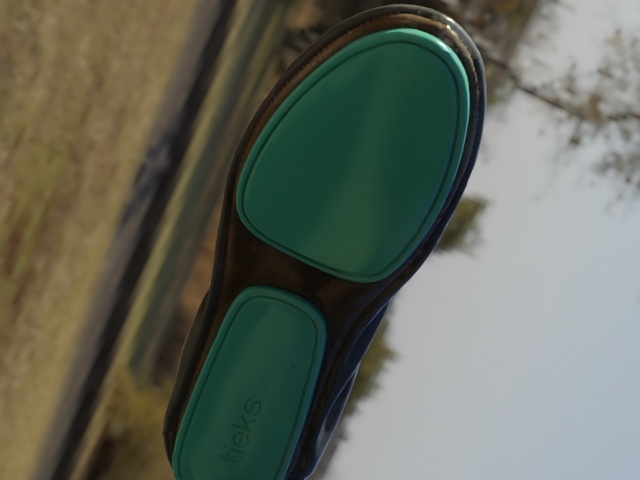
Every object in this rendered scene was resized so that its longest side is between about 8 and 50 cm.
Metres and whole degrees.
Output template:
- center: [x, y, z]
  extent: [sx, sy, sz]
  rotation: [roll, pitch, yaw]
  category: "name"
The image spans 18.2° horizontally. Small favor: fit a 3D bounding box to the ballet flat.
- center: [0.000, 0.000, 0.650]
  extent: [0.074, 0.074, 0.203]
  rotation: [-66, 180, -58]
  category: "ballet flat"
